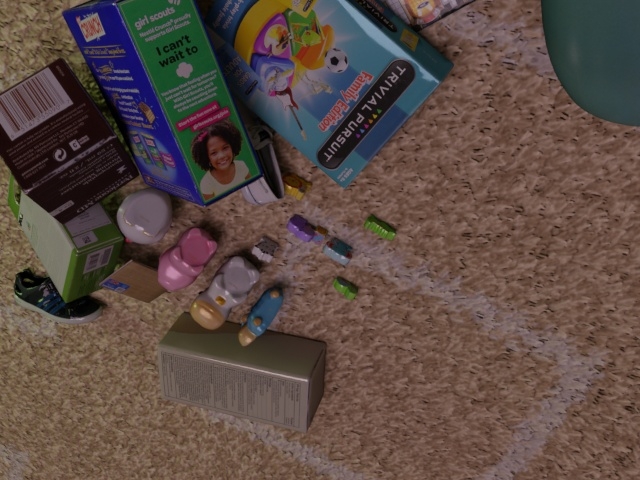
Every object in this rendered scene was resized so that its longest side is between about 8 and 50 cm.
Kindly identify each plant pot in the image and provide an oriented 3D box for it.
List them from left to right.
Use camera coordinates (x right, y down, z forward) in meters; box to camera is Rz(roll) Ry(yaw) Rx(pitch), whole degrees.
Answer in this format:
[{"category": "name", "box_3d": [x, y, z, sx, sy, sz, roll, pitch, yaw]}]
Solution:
[{"category": "plant pot", "box_3d": [0.410, -0.284, 0.935, 0.293, 0.293, 0.235, 5, 133, 15]}]

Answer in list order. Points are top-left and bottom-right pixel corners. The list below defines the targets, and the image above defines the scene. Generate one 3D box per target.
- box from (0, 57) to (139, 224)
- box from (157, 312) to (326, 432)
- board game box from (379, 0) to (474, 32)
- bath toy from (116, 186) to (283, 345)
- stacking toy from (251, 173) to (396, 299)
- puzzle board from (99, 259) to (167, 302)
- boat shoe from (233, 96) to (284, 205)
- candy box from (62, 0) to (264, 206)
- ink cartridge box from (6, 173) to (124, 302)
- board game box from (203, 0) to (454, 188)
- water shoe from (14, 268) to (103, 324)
[{"category": "box", "box_3d": [-0.429, -0.158, 1.264, 0.168, 0.203, 0.167, -35, 81, -9]}, {"category": "box", "box_3d": [-0.154, 0.259, 1.511, 0.311, 0.121, 0.148, 12, 121, 12]}, {"category": "board game box", "box_3d": [0.137, -0.379, 1.113, 0.260, 0.030, 0.136, -24, 107, 28]}, {"category": "bath toy", "box_3d": [-0.237, 0.047, 1.426, 0.348, 0.129, 0.151, 42, 78, -10]}, {"category": "stacking toy", "box_3d": [0.000, 0.000, 1.357, 0.221, 0.052, 0.167, 29, 123, 0]}, {"category": "puzzle board", "box_3d": [-0.353, 0.080, 1.494, 0.096, 0.011, 0.128, -32, 143, 23]}, {"category": "boat shoe", "box_3d": [-0.111, -0.168, 1.271, 0.076, 0.083, 0.226, 0, 120, 40]}, {"category": "candy box", "box_3d": [-0.247, -0.232, 1.184, 0.268, 0.122, 0.317, 21, 139, 55]}, {"category": "ink cartridge box", "box_3d": [-0.492, -0.040, 1.449, 0.255, 0.097, 0.189, 55, 143, 15]}, {"category": "board game box", "box_3d": [-0.010, -0.277, 1.163, 0.336, 0.079, 0.254, 40, 130, -3]}, {"category": "water shoe", "box_3d": [-0.553, 0.116, 1.591, 0.203, 0.073, 0.080, 12, 119, 11]}]
